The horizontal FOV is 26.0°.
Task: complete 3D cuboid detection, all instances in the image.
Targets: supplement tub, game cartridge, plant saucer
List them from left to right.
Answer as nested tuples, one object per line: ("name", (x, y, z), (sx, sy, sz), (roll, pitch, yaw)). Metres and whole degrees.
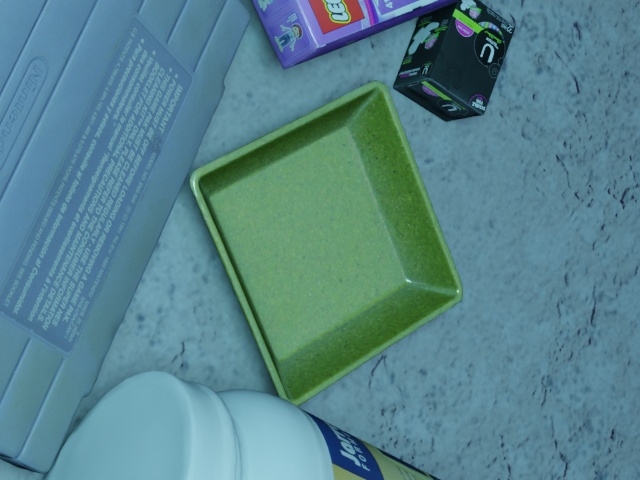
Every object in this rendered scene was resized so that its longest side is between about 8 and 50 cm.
("game cartridge", (-0.174, -0.052, 0.865), (0.355, 0.068, 0.230), (-67, 152, -16))
("supplement tub", (-0.018, 0.234, 0.910), (0.316, 0.228, 0.228), (31, 72, -30))
("plant saucer", (0.000, 0.000, 1.040), (0.188, 0.045, 0.188), (-29, 105, -31))

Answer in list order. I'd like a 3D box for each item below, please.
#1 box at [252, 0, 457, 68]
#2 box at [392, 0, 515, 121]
("box", (0.002, -0.295, 1.015), (0.201, 0.057, 0.293), (-25, 92, -31))
("box", (0.108, -0.147, 1.112), (0.062, 0.052, 0.083), (30, 73, -28))
